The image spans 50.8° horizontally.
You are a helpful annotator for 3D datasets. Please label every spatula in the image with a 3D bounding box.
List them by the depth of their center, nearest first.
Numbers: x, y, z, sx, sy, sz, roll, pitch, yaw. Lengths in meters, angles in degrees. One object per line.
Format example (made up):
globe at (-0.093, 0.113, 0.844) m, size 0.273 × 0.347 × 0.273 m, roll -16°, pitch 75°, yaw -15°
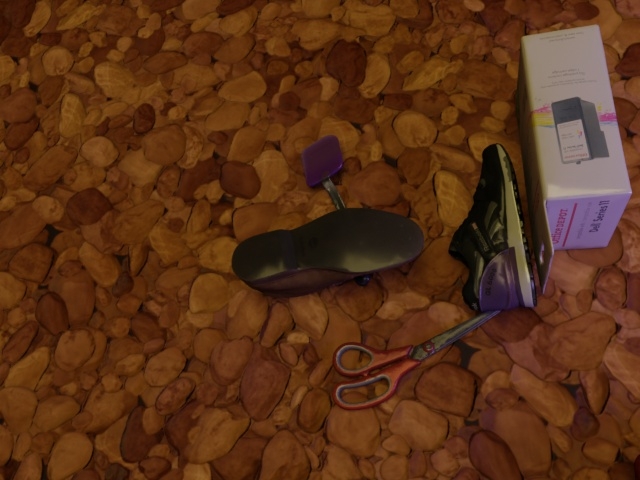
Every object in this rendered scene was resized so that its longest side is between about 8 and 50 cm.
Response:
spatula at (0.033, -0.056, 1.171) m, size 0.084 × 0.030 × 0.296 m, roll -29°, pitch 66°, yaw 24°

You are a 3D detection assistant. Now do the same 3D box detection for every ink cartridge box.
ink cartridge box at (0.378, -0.116, 1.027) m, size 0.119 × 0.207 × 0.353 m, roll -5°, pitch 68°, yaw 12°

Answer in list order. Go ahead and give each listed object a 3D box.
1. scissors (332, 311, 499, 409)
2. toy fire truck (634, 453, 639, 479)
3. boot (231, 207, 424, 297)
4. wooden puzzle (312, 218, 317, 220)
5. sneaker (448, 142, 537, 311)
scissors at (0.157, 0.185, 1.055) m, size 0.297 × 0.021 × 0.109 m, roll -15°, pitch 63°, yaw 5°
toy fire truck at (0.562, 0.349, 0.832) m, size 0.302 × 0.169 × 0.254 m, roll -8°, pitch 85°, yaw 10°
boot at (0.019, 0.028, 1.096) m, size 0.305 × 0.115 × 0.112 m, roll -9°, pitch 59°, yaw 11°
wooden puzzle at (0.000, 0.000, 1.159) m, size 0.049 × 0.006 × 0.083 m, roll -36°, pitch 62°, yaw 24°
sneaker at (0.260, -0.026, 1.076) m, size 0.124 × 0.107 × 0.283 m, roll -10°, pitch 63°, yaw 18°
